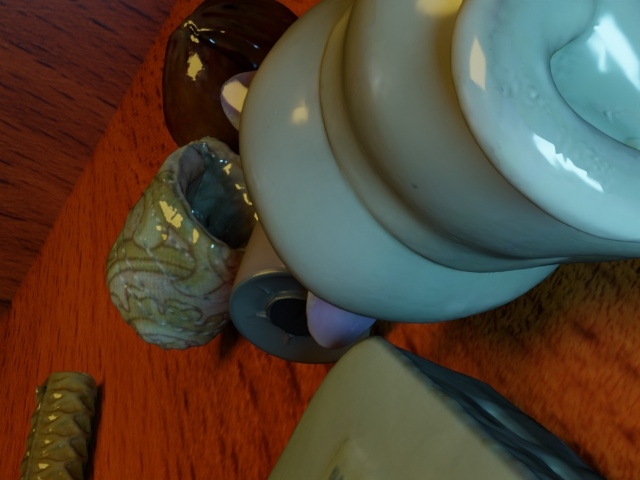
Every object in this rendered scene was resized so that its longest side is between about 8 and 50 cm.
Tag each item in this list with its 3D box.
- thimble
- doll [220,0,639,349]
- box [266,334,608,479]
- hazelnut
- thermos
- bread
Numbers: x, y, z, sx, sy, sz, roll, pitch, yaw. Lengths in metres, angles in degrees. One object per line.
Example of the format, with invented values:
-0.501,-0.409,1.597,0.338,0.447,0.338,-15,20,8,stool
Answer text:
-0.127,-0.001,1.098,0.143,0.137,0.190,-53,38,34,thimble
0.090,-0.073,0.568,0.226,0.215,0.370,-25,-1,-20,doll
0.011,0.268,0.479,0.396,0.111,0.396,-61,19,4,box
-0.092,-0.177,1.209,0.204,0.178,0.178,-59,17,-23,hazelnut
0.000,0.000,0.877,0.137,0.105,0.193,93,-172,-47,thermos
-0.319,0.281,1.327,0.367,0.084,0.077,-96,-4,-59,bread
